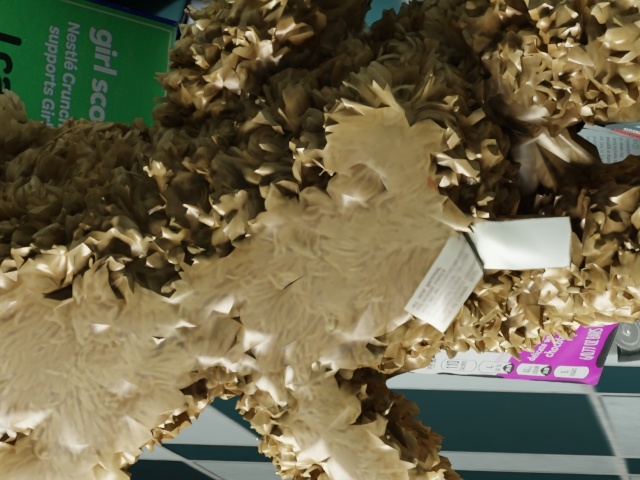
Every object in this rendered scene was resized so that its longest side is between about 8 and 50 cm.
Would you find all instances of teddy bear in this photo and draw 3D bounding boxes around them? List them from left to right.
[{"bbox_3d":[0.017,-0.011,0.751,0.338,0.245,0.113,-34,-164,9],"label":"teddy bear"}]

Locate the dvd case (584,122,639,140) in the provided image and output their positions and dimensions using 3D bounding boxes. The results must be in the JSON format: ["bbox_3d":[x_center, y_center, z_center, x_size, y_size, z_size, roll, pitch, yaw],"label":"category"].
[{"bbox_3d":[0.160,-0.070,0.921,0.087,0.013,0.119,10,163,-24],"label":"dvd case"}]

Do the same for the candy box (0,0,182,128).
[{"bbox_3d":[-0.259,-0.051,0.874,0.317,0.122,0.268,11,165,-29],"label":"candy box"}]

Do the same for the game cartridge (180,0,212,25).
[{"bbox_3d":[-0.035,-0.089,0.887,0.056,0.017,0.083,2,166,-10],"label":"game cartridge"}]

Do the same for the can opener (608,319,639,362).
[{"bbox_3d":[0.261,0.013,1.157,0.283,0.076,0.095,-12,-169,46],"label":"can opener"}]

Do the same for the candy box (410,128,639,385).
[{"bbox_3d":[0.043,0.004,1.042,0.233,0.071,0.159,4,148,-1],"label":"candy box"}]
